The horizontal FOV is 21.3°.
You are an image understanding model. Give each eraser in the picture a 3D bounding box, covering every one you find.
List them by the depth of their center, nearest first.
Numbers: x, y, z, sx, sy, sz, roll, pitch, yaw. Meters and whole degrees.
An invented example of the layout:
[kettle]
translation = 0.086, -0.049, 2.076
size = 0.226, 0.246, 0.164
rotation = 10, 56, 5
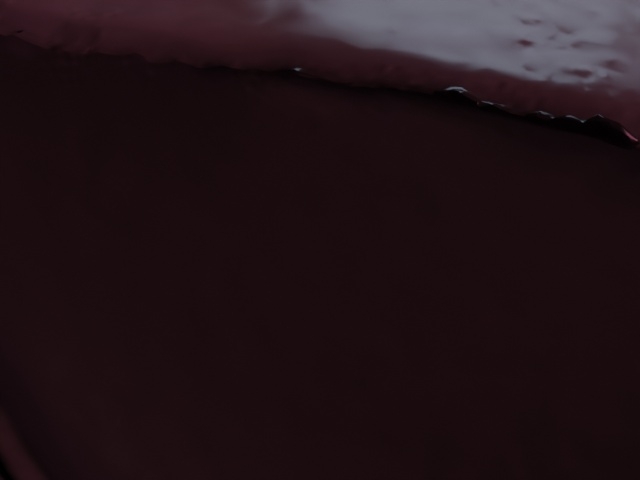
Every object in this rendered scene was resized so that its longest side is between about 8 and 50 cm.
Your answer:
[eraser]
translation = 0.000, 0.000, 0.551
size = 0.331, 0.331, 0.150
rotation = 60, 29, -23
